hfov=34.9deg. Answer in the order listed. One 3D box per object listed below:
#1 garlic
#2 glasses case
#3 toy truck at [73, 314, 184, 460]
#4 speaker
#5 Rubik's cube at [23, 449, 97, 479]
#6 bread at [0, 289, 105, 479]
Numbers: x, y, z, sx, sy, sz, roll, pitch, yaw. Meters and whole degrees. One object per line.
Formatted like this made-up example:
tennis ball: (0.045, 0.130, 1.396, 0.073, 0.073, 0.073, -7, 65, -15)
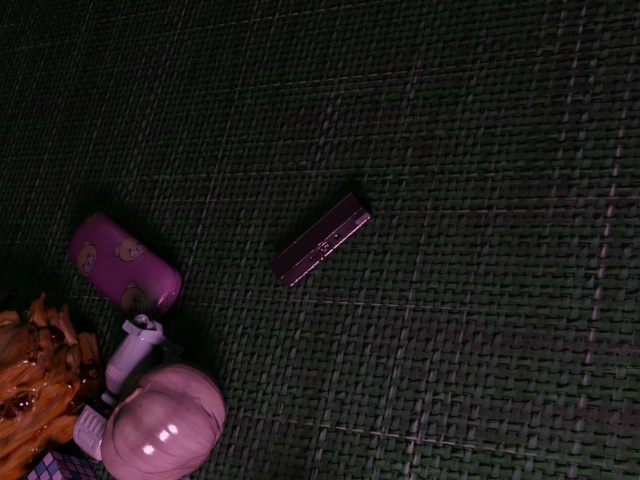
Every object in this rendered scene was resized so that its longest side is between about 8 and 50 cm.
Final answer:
garlic: (-0.249, 0.305, 1.616, 0.229, 0.178, 0.143, -54, 8, 5)
glasses case: (-0.375, 0.047, 1.920, 0.316, 0.076, 0.123, 34, 89, 40)
toy truck: (-0.326, 0.258, 1.741, 0.108, 0.140, 0.257, 26, 84, 39)
speaker: (0.000, 0.000, 1.704, 0.191, 0.040, 0.046, -41, 53, 11)
Rubik's cube: (-0.451, 0.437, 1.773, 0.092, 0.092, 0.092, -48, 50, 6)
bread: (-0.586, 0.236, 1.905, 0.314, 0.191, 0.370, -41, 50, 13)
